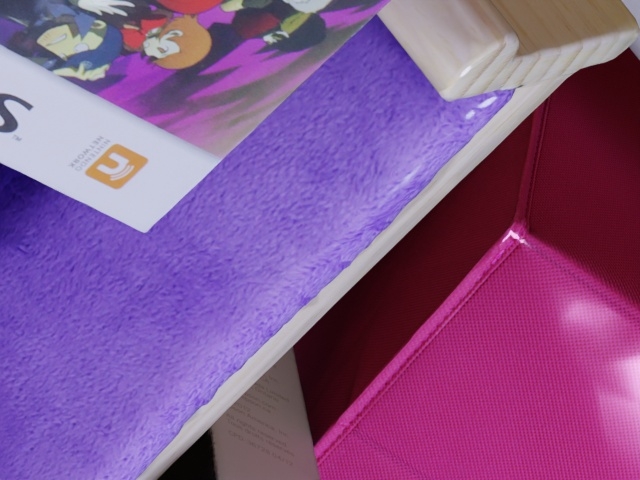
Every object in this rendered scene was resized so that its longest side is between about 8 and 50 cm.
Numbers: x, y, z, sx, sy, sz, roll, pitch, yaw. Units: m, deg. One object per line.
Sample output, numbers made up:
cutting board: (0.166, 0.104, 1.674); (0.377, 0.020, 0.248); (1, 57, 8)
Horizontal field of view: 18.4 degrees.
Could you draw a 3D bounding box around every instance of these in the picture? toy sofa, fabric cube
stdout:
toy sofa: (-0.086, -0.004, 0.663); (0.362, 0.150, 0.177); (-45, 164, 32)
fabric cube: (0.130, 0.088, 0.947); (0.259, 0.258, 0.254); (-50, -169, 31)

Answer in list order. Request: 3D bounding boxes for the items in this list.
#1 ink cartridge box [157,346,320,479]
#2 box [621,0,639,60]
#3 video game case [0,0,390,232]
ink cartridge box: (-0.077, 0.117, 0.884); (0.176, 0.069, 0.371); (-53, -161, 18)
box: (0.253, -0.189, 0.824); (0.311, 0.148, 0.121); (-36, 177, -6)
video game case: (-0.043, -0.120, 0.436); (0.232, 0.042, 0.210); (-41, 135, 22)
